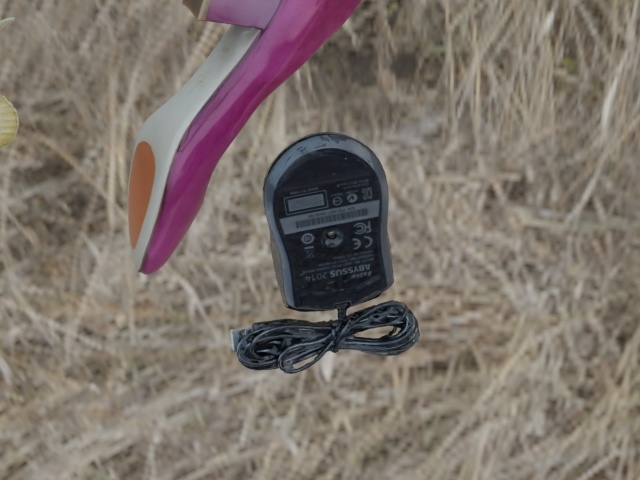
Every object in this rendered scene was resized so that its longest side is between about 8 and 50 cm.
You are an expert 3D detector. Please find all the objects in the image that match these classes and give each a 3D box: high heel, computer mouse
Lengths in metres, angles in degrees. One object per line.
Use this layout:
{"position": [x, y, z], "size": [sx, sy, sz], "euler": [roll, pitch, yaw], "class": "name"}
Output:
{"position": [-0.078, -0.121, 1.796], "size": [0.181, 0.377, 0.127], "euler": [7, 31, -25], "class": "high heel"}
{"position": [0.000, 0.000, 1.704], "size": [0.188, 0.272, 0.072], "euler": [-7, 36, -6], "class": "computer mouse"}

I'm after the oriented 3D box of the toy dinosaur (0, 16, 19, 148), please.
{"position": [-0.280, -0.104, 1.364], "size": [0.092, 0.183, 0.053], "euler": [6, 31, -9], "class": "toy dinosaur"}
